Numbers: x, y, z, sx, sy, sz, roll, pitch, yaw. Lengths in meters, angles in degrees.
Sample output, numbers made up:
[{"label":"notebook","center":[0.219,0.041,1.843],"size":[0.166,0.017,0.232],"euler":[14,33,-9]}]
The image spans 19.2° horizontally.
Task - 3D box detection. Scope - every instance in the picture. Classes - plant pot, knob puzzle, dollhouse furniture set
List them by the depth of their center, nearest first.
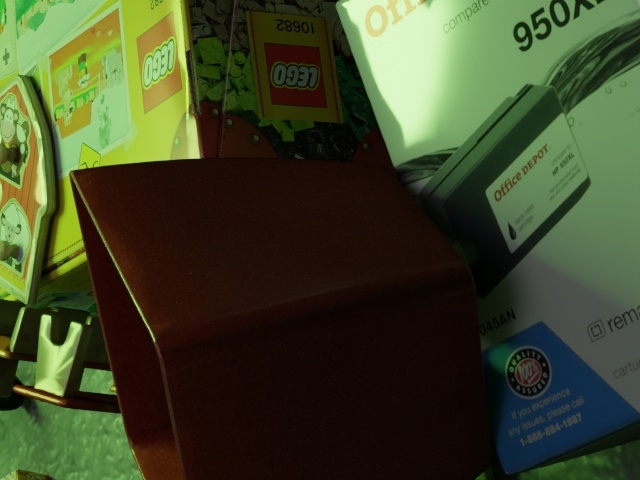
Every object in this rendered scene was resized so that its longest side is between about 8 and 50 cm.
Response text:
[{"label":"plant pot","center":[-0.020,0.086,1.385],"size":[0.267,0.236,0.267],"euler":[-124,21,-55]},{"label":"dollhouse furniture set","center":[-0.151,0.149,1.703],"size":[0.262,0.259,0.135],"euler":[11,90,46]},{"label":"knob puzzle","center":[-0.293,-0.056,1.727],"size":[0.213,0.030,0.213],"euler":[-5,84,57]}]

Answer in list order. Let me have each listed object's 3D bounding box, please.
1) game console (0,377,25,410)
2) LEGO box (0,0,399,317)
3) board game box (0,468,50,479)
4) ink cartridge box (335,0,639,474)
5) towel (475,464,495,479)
[{"label":"game console","center":[-0.458,0.043,2.008],"size":[0.250,0.293,0.173],"euler":[40,113,40]},{"label":"LEGO box","center":[-0.158,-0.155,1.730],"size":[0.500,0.193,0.372],"euler":[-25,68,54]},{"label":"board game box","center":[-0.344,0.357,2.003],"size":[0.147,0.045,0.193],"euler":[-30,54,40]},{"label":"ink cartridge box","center":[0.208,-0.066,1.371],"size":[0.285,0.166,0.395],"euler":[-33,72,46]},{"label":"towel","center":[0.115,0.230,1.594],"size":[0.102,0.021,0.237],"euler":[-31,65,45]}]
